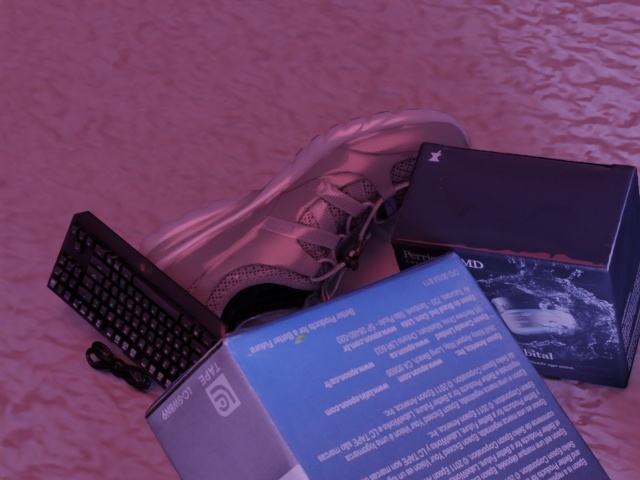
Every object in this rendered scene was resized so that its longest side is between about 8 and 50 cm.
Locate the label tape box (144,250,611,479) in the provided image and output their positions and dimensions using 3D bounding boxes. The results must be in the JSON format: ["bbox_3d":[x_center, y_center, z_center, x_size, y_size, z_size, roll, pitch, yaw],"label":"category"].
[{"bbox_3d":[0.079,0.190,1.030,0.240,0.106,0.334,-18,69,-48],"label":"label tape box"}]

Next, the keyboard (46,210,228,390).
[{"bbox_3d":[-0.147,0.066,1.291,0.180,0.108,0.023,37,30,31],"label":"keyboard"}]

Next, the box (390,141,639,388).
[{"bbox_3d":[0.146,0.019,1.201,0.156,0.158,0.093,8,57,21],"label":"box"}]

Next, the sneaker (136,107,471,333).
[{"bbox_3d":[0.000,0.000,1.308,0.281,0.105,0.115,-30,64,3],"label":"sneaker"}]
